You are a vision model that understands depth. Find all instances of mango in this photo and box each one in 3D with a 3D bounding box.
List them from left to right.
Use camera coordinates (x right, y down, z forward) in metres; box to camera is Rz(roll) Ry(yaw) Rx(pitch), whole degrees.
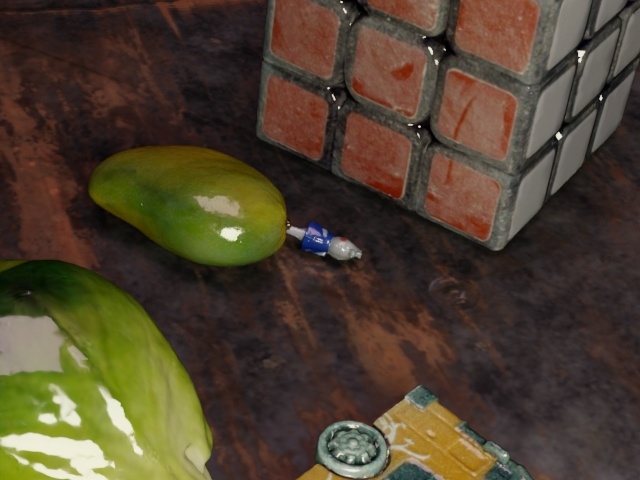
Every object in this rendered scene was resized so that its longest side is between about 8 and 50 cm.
[{"bbox_3d":[-0.115,-0.040,1.378,0.191,0.085,0.122,30,47,24],"label":"mango"}]

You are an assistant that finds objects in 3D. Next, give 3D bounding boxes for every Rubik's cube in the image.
[{"bbox_3d":[0.146,-0.225,1.483,0.305,0.304,0.301,29,43,22],"label":"Rubik's cube"}]

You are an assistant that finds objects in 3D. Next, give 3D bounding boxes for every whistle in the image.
[{"bbox_3d":[0.000,0.000,1.396,0.083,0.029,0.033,20,3,7],"label":"whistle"}]

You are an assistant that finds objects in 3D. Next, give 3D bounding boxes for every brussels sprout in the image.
[{"bbox_3d":[-0.198,0.135,1.064,0.271,0.210,0.219,36,49,9],"label":"brussels sprout"}]

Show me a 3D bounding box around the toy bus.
[{"bbox_3d":[0.023,0.237,1.020,0.167,0.138,0.275,35,47,27],"label":"toy bus"}]
